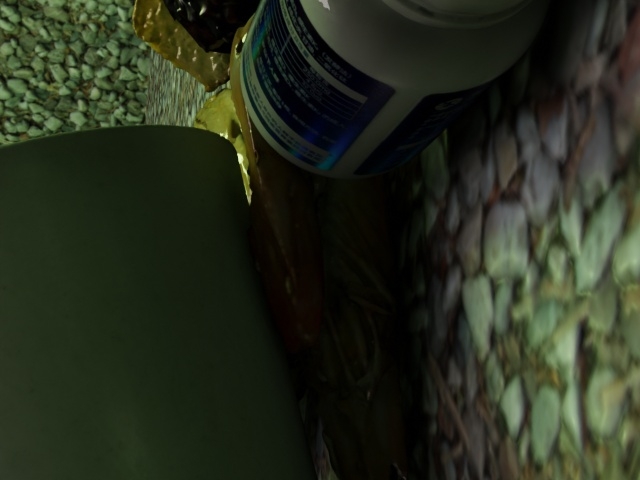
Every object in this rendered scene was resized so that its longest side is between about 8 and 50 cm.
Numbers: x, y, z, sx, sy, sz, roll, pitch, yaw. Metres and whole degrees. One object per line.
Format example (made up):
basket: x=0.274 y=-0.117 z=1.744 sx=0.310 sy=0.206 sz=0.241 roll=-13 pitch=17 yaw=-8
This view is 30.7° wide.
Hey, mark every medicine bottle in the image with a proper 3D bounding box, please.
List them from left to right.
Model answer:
medicine bottle: x=0.031 y=-0.099 z=0.494 sx=0.191 sy=0.107 sz=0.106 roll=135 pitch=136 yaw=-71

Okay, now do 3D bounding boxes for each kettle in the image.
kettle: x=-0.113 y=0.165 z=0.668 sx=0.361 sy=0.250 sz=0.376 roll=92 pitch=160 yaw=-79

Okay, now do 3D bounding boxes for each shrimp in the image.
shrimp: x=0.000 y=0.000 z=0.616 sx=0.152 sy=0.063 sz=0.287 roll=48 pitch=-151 yaw=-59

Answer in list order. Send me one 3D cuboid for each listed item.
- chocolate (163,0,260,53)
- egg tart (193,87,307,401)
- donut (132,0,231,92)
chocolate: x=-0.041 y=-0.167 z=0.717 sx=0.133 sy=0.156 sz=0.156 roll=-92 pitch=11 yaw=-63
egg tart: x=-0.052 y=0.024 z=0.889 sx=0.279 sy=0.095 sz=0.278 roll=177 pitch=90 yaw=-77
donut: x=-0.060 y=-0.253 z=0.891 sx=0.152 sy=0.101 sz=0.259 roll=-90 pitch=20 yaw=-71
